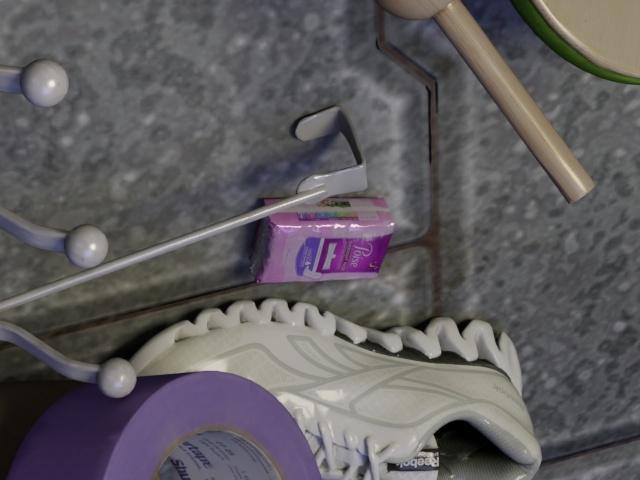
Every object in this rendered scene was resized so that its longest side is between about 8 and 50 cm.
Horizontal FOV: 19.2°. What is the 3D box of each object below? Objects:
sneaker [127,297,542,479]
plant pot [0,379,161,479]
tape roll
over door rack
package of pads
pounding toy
[{"bbox_3d":[0.010,0.111,1.201,0.292,0.118,0.110,2,130,-22],"label":"sneaker"},{"bbox_3d":[-0.218,0.181,1.105,0.229,0.263,0.263,-18,136,-31],"label":"plant pot"},{"bbox_3d":[-0.083,0.168,1.045,0.080,0.189,0.189,-7,148,40],"label":"tape roll"},{"bbox_3d":[-0.102,-0.044,0.956,0.324,0.108,0.239,-29,144,-20],"label":"over door rack"},{"bbox_3d":[0.000,0.000,1.157,0.083,0.032,0.050,-1,132,-21],"label":"package of pads"},{"bbox_3d":[0.123,-0.148,1.015,0.237,0.110,0.183,-47,106,-27],"label":"pounding toy"}]
